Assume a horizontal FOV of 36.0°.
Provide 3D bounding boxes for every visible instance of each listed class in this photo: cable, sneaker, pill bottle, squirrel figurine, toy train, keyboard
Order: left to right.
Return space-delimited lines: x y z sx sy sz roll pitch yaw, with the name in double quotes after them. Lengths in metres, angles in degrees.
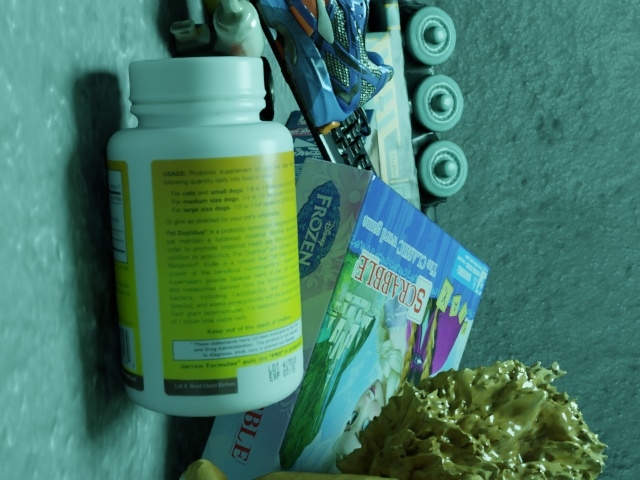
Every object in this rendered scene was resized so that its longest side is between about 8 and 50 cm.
-0.073 -0.006 0.625 0.117 0.117 0.215 -41 129 -76 "pill bottle"
-0.057 -0.128 0.825 0.287 0.072 0.139 31 49 -76 "cable"
-0.009 -0.192 0.763 0.221 0.087 0.083 65 -1 -37 "sneaker"
-0.009 -0.172 0.924 0.201 0.033 0.317 -70 137 -71 "keyboard"
0.082 -0.172 1.308 0.142 0.190 0.334 9 -73 62 "toy train"
0.047 0.248 0.673 0.397 0.281 0.370 -64 143 -43 "squirrel figurine"

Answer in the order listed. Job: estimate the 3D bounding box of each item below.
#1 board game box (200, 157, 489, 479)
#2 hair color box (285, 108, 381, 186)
0.030 0.128 0.856 0.319 0.066 0.318 29 79 -60 "board game box"
0.000 0.000 1.056 0.347 0.105 0.174 -74 161 -59 "hair color box"
